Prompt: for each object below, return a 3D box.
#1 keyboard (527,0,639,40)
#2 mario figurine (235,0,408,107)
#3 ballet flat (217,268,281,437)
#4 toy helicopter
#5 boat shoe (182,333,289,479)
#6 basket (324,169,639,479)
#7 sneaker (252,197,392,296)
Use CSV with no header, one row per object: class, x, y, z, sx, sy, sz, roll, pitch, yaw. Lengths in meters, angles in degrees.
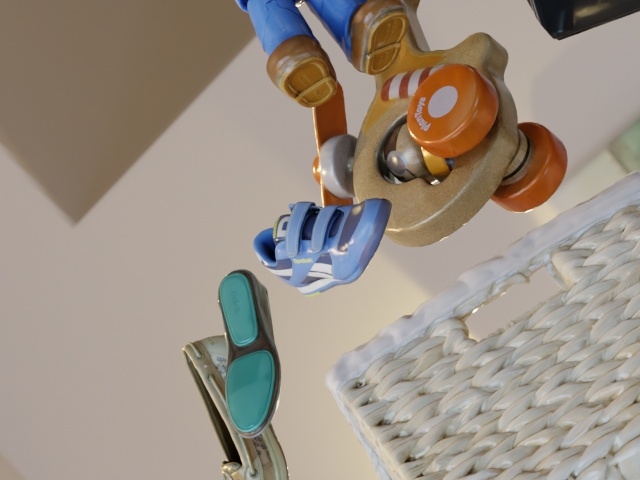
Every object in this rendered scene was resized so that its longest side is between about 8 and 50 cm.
keyboard,0.317,-0.299,1.373,0.201,0.317,0.033,64,-172,-46
mario figurine,-0.064,-0.276,1.403,0.198,0.170,0.320,-9,-129,-43
ballet flat,-0.074,0.134,1.844,0.068,0.072,0.213,43,-147,-56
toy helicopter,0.074,-0.135,1.522,0.140,0.235,0.355,32,-148,-39
boat shoe,-0.109,0.262,2.068,0.089,0.104,0.285,-12,-98,-23
basket,0.239,0.191,1.284,0.331,0.328,0.266,59,177,-35
sneaker,0.000,0.000,1.126,0.059,0.144,0.053,32,-120,-16
